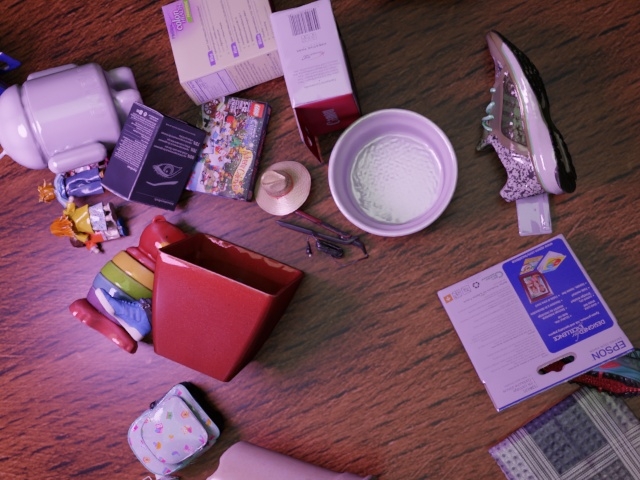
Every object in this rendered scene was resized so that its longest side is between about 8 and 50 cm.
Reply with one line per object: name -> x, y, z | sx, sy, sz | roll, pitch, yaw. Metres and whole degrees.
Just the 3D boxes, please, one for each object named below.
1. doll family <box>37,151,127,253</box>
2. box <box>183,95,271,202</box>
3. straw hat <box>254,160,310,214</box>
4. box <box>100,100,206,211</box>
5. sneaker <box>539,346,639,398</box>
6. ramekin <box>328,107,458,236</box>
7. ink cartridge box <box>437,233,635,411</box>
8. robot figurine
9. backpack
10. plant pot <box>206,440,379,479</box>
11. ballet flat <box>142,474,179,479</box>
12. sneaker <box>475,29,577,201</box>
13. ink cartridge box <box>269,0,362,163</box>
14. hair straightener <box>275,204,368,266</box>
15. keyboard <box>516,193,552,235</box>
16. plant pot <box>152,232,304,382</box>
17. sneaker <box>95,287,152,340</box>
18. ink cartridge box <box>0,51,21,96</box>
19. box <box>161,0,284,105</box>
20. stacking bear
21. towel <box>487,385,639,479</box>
doll family -> -0.568, -0.096, 1.979 | 0.163, 0.118, 0.262 | -14, 85, 7
box -> -0.217, -0.216, 1.973 | 0.159, 0.044, 0.232 | 11, 88, 13
straw hat -> -0.100, -0.130, 1.923 | 0.145, 0.061, 0.144 | -9, 67, 22
box -> -0.377, -0.186, 1.920 | 0.108, 0.153, 0.207 | 28, 96, 33
sneaker -> 0.571, 0.247, 1.830 | 0.262, 0.104, 0.125 | 19, 53, 20
ramekin -> 0.163, -0.142, 1.877 | 0.278, 0.135, 0.277 | -1, 86, 8
ink cartridge box -> 0.446, 0.176, 1.792 | 0.304, 0.072, 0.307 | -25, 58, 4
robot figurine -> -0.581, -0.282, 1.931 | 0.354, 0.199, 0.299 | -19, 57, -10
backpack -> -0.332, 0.432, 1.903 | 0.188, 0.144, 0.166 | -40, 88, 6
plant pot -> -0.084, 0.585, 1.792 | 0.306, 0.334, 0.333 | 22, 89, 20
ballet flat -> -0.381, 0.556, 1.952 | 0.114, 0.041, 0.041 | -26, 83, 4
sneaker -> 0.405, -0.265, 1.853 | 0.182, 0.158, 0.410 | -23, 72, 27
ink cartridge box -> 0.008, -0.327, 1.822 | 0.130, 0.309, 0.271 | -14, 85, 6
hair straightener -> 0.000, 0.000, 1.940 | 0.231, 0.047, 0.089 | 25, 90, 4
keyboard -> 0.469, -0.140, 1.899 | 0.072, 0.014, 0.255 | -6, 85, 13
plant pot -> -0.222, 0.152, 1.861 | 0.267, 0.267, 0.235 | 21, 103, 8
sneaker -> -0.408, 0.139, 1.823 | 0.085, 0.058, 0.152 | -41, 113, -8
ink cartridge box -> -0.855, -0.282, 1.954 | 0.151, 0.270, 0.395 | 35, 91, 7
box -> -0.211, -0.458, 1.935 | 0.243, 0.117, 0.213 | -18, 70, 5
stacking bear -> -0.413, 0.082, 1.928 | 0.175, 0.164, 0.289 | 39, 85, -22
towel -> 0.579, 0.504, 1.827 | 0.312, 0.056, 0.324 | -34, 80, 1
